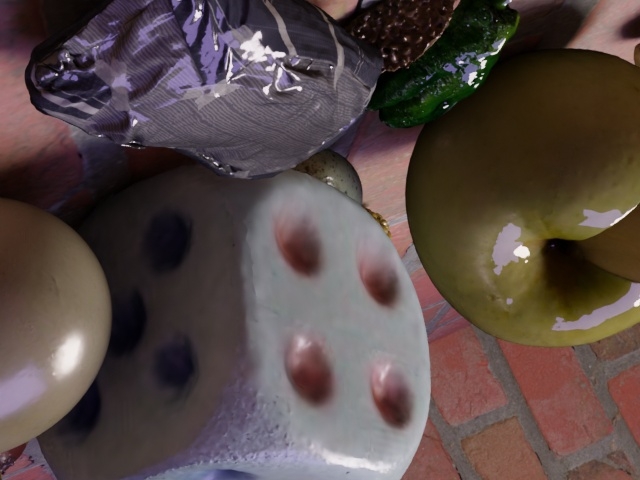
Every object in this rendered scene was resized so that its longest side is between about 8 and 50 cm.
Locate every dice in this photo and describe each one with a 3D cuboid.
[{"bbox_3d":[-0.077,0.106,1.018,0.265,0.262,0.268,-22,152,33],"label":"dice"}]

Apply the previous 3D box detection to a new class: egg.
[{"bbox_3d":[-0.001,-0.048,1.118,0.085,0.085,0.110,-25,162,-3],"label":"egg"},{"bbox_3d":[-0.272,0.069,0.842,0.254,0.188,0.188,-20,170,18],"label":"egg"}]

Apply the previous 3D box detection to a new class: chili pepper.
[{"bbox_3d":[0.104,-0.147,0.963,0.122,0.065,0.279,-45,-178,-30],"label":"chili pepper"}]

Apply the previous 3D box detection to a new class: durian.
[{"bbox_3d":[0.043,-0.161,0.892,0.130,0.052,0.066,-26,-154,15],"label":"durian"}]

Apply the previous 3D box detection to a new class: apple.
[{"bbox_3d":[0.228,-0.046,1.124,0.292,0.292,0.254,-30,-152,21],"label":"apple"}]

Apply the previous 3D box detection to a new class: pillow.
[{"bbox_3d":[-0.058,-0.105,0.767,0.162,0.092,0.335,-24,169,19],"label":"pillow"}]

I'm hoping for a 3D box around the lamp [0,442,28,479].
[{"bbox_3d":[-0.425,0.250,1.387,0.156,0.135,0.157,-34,167,35],"label":"lamp"}]

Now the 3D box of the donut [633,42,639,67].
[{"bbox_3d":[0.420,-0.184,1.224,0.175,0.174,0.068,-15,136,-38],"label":"donut"}]

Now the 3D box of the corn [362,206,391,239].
[{"bbox_3d":[0.000,0.000,1.328,0.086,0.086,0.288,-31,165,24],"label":"corn"}]
